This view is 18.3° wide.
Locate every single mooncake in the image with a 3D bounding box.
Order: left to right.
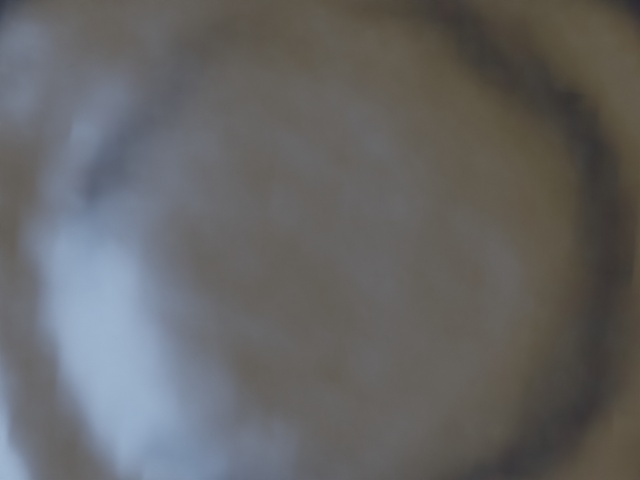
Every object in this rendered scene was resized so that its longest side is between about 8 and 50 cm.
[{"bbox_3d":[0.000,0.000,0.691,0.306,0.154,0.306,0,95,-5],"label":"mooncake"}]
